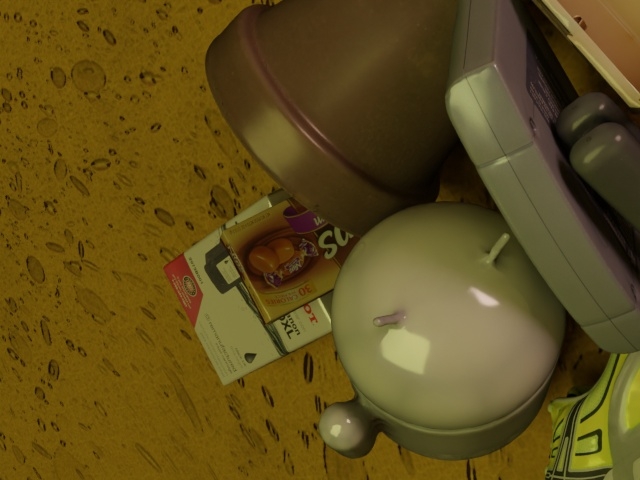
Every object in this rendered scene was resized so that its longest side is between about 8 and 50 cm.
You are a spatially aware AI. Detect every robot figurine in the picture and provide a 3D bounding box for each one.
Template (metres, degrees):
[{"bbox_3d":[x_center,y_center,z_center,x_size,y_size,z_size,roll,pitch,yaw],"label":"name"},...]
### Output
[{"bbox_3d":[0.118,0.088,0.962,0.200,0.300,0.353,41,171,20],"label":"robot figurine"}]

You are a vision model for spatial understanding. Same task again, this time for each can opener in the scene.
[{"bbox_3d":[0.299,-0.028,0.807,0.095,0.283,0.076,-37,37,25],"label":"can opener"}]

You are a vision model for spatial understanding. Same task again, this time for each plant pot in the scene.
[{"bbox_3d":[0.063,-0.165,0.971,0.229,0.263,0.263,-42,77,26],"label":"plant pot"}]

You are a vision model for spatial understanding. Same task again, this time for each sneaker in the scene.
[{"bbox_3d":[0.279,0.225,1.006,0.147,0.145,0.384,58,136,39],"label":"sneaker"}]

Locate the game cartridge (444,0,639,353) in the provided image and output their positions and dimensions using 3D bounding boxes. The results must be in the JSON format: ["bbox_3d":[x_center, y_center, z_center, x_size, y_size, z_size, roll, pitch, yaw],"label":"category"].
[{"bbox_3d":[0.188,-0.054,0.833,0.060,0.196,0.294,-25,120,24],"label":"game cartridge"}]

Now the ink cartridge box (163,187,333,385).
[{"bbox_3d":[-0.059,0.051,1.249,0.237,0.100,0.172,-32,85,45],"label":"ink cartridge box"}]

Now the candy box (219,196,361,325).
[{"bbox_3d":[0.000,0.000,1.116,0.109,0.187,0.053,62,167,5],"label":"candy box"}]

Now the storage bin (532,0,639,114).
[{"bbox_3d":[0.248,-0.269,0.749,0.260,0.123,0.262,-41,76,15],"label":"storage bin"}]
